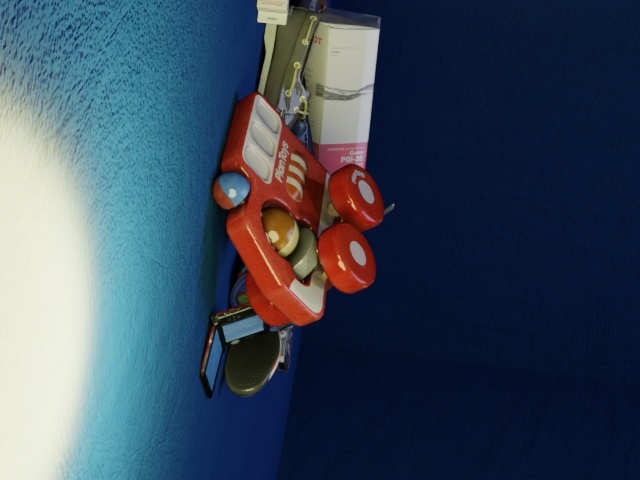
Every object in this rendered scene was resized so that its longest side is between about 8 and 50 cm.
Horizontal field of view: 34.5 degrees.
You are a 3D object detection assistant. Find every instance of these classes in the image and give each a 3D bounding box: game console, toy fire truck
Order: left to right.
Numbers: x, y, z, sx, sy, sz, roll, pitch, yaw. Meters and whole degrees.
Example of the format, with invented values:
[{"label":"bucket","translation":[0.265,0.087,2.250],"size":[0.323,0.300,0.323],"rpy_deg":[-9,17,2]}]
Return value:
[{"label":"game console","translation":[-0.124,0.161,1.524],"size":[0.144,0.124,0.085],"rpy_deg":[93,-22,-68]},{"label":"toy fire truck","translation":[-0.054,-0.040,1.449],"size":[0.254,0.169,0.302],"rpy_deg":[45,35,-29]}]

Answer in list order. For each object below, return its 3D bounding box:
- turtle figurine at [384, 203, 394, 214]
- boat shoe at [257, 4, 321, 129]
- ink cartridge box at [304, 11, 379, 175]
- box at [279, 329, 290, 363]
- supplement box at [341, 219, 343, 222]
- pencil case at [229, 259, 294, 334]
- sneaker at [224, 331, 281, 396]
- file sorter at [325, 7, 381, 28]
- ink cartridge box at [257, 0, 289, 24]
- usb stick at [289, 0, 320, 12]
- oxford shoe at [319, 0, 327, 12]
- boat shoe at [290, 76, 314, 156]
[{"label":"turtle figurine","translation":[0.000,0.000,2.576],"size":[0.198,0.275,0.266],"rpy_deg":[-46,155,-61]},{"label":"boat shoe","translation":[-0.060,-0.259,1.768],"size":[0.109,0.091,0.305],"rpy_deg":[86,11,-80]},{"label":"ink cartridge box","translation":[0.004,-0.286,1.976],"size":[0.207,0.117,0.283],"rpy_deg":[35,-56,55]},{"label":"box","translation":[-0.095,0.138,2.348],"size":[0.242,0.077,0.307],"rpy_deg":[87,10,-78]},{"label":"supplement box","translation":[-0.018,-0.073,2.110],"size":[0.191,0.194,0.129],"rpy_deg":[-72,169,-79]},{"label":"pencil case","translation":[-0.074,0.038,1.815],"size":[0.306,0.133,0.119],"rpy_deg":[-82,165,-62]},{"label":"sneaker","translation":[-0.113,0.209,1.841],"size":[0.270,0.090,0.145],"rpy_deg":[-85,178,-50]},{"label":"file sorter","translation":[0.026,-0.409,2.376],"size":[0.277,0.193,0.173],"rpy_deg":[-80,179,-60]},{"label":"ink cartridge box","translation":[-0.072,-0.382,1.606],"size":[0.028,0.048,0.083],"rpy_deg":[72,24,-85]},{"label":"usb stick","translation":[-0.032,-0.499,2.159],"size":[0.077,0.045,0.278],"rpy_deg":[37,47,-37]},{"label":"oxford shoe","translation":[-0.025,-0.501,2.237],"size":[0.076,0.076,0.212],"rpy_deg":[97,3,-49]},{"label":"boat shoe","translation":[-0.071,-0.205,1.873],"size":[0.089,0.109,0.258],"rpy_deg":[-18,99,-80]}]
